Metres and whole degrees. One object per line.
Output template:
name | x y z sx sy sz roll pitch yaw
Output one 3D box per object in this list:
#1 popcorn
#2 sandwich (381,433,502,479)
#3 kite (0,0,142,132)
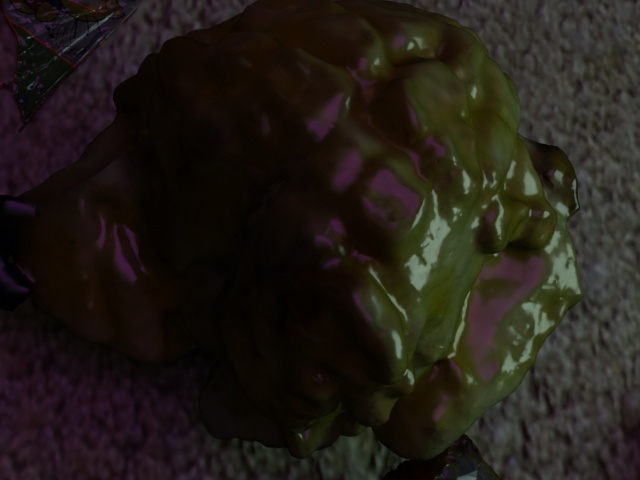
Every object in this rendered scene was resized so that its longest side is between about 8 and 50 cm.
popcorn | 0.006 -0.001 0.967 0.237 0.293 0.293 0 60 -58
sandwich | 0.067 0.289 0.898 0.271 0.099 0.301 45 46 5
kite | -0.228 -0.157 1.095 0.244 0.006 0.198 -2 67 -19
